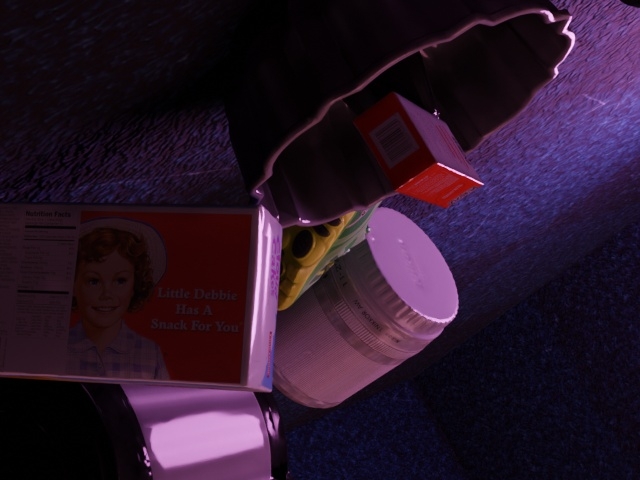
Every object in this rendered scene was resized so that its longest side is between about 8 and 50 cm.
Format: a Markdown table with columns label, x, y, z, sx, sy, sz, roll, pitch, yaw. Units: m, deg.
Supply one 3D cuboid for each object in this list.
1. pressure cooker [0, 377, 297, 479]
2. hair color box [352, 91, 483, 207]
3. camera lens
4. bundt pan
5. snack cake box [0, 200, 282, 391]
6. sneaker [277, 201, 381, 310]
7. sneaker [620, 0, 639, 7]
| label | x | y | z | sx | sy | sz | roll | pitch | yaw |
| --- | --- | --- | --- | --- | --- | --- | --- | --- | --- |
| pressure cooker | -0.254 | 0.290 | 1.307 | 0.375 | 0.370 | 0.420 | -32 | 161 | 25 |
| hair color box | 0.084 | -0.072 | 0.834 | 0.043 | 0.072 | 0.141 | -35 | 163 | 18 |
| camera lens | 0.039 | 0.105 | 1.500 | 0.274 | 0.219 | 0.219 | -38 | 162 | 29 |
| bundt pan | 0.055 | -0.148 | 0.906 | 0.330 | 0.124 | 0.331 | -26 | 165 | -7 |
| snack cake box | -0.173 | 0.048 | 0.872 | 0.264 | 0.152 | 0.089 | 2 | 169 | 11 |
| sneaker | 0.000 | 0.000 | 1.306 | 0.123 | 0.109 | 0.295 | -11 | 157 | -38 |
| sneaker | 0.373 | -0.266 | 1.086 | 0.079 | 0.121 | 0.217 | -31 | 164 | 12 |
